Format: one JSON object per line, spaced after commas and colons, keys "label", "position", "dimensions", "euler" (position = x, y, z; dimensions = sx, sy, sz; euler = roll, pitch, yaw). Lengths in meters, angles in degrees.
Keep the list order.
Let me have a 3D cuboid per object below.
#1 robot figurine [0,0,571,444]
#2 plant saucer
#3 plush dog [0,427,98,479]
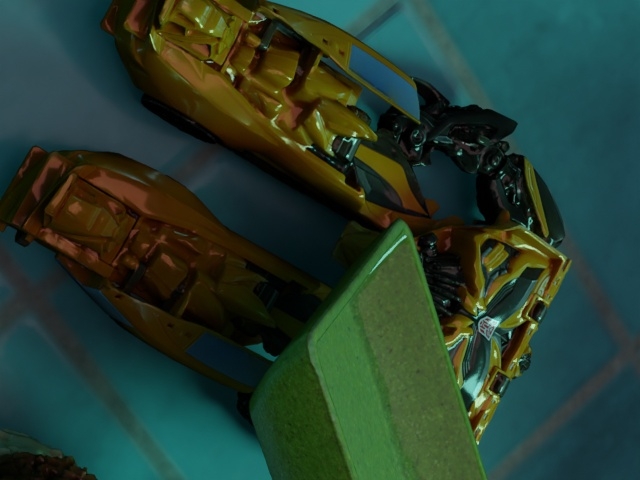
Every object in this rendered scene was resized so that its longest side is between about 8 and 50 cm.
{"label": "robot figurine", "position": [0.000, 0.000, 0.940], "dimensions": [0.291, 0.085, 0.211], "euler": [31, 83, -26]}
{"label": "plant saucer", "position": [0.025, 0.104, 0.840], "dimensions": [0.045, 0.188, 0.188], "euler": [-14, 101, 17]}
{"label": "plush dog", "position": [-0.122, 0.157, 0.845], "dimensions": [0.225, 0.262, 0.210], "euler": [44, 43, -34]}
